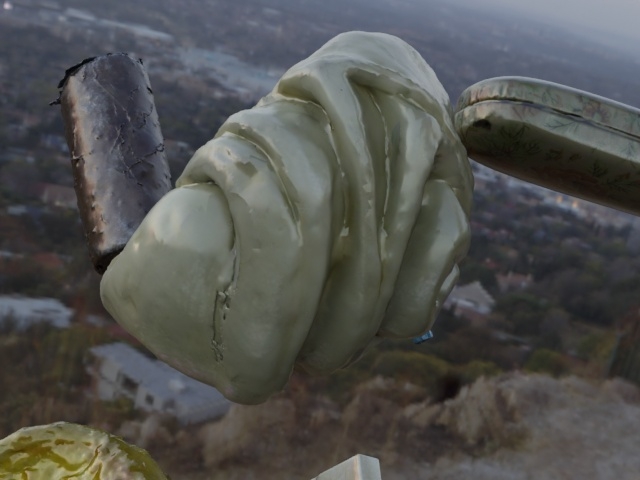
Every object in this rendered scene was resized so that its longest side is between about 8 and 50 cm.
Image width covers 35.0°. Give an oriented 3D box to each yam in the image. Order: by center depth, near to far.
[{"bbox_3d":[-0.243,-0.087,1.232,0.131,0.131,0.279,4,56,-35],"label":"yam"}]

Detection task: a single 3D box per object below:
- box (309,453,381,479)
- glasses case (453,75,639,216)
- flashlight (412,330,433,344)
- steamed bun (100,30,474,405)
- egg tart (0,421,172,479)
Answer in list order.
[{"bbox_3d":[-0.015,0.223,0.716,0.024,0.167,0.090,20,48,-34],"label":"box"},{"bbox_3d":[0.344,-0.081,1.101,0.426,0.098,0.156,16,-8,-13],"label":"glasses case"},{"bbox_3d":[0.113,0.072,1.322,0.051,0.129,0.051,-23,-10,-4],"label":"flashlight"},{"bbox_3d":[0.000,0.000,0.902,0.247,0.339,0.352,45,20,-2],"label":"steamed bun"},{"bbox_3d":[-0.214,0.231,0.730,0.241,0.105,0.241,-7,30,4],"label":"egg tart"}]
